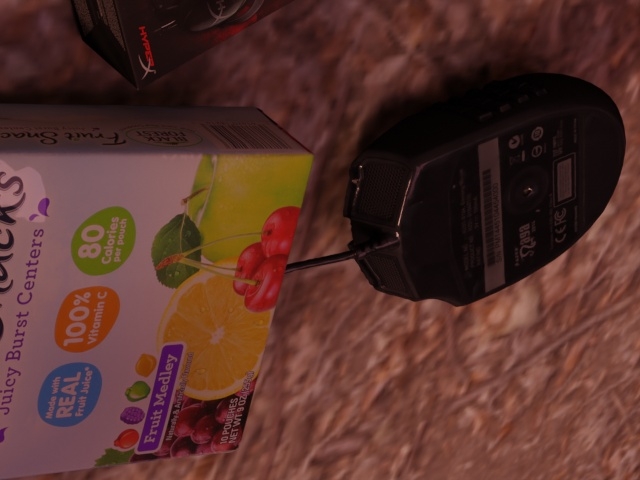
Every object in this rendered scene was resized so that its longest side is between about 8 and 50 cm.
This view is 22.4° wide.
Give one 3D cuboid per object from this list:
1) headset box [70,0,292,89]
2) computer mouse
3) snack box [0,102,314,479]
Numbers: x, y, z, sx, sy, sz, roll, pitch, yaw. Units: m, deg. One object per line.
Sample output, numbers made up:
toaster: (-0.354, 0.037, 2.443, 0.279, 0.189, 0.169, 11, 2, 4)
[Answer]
headset box: (-0.028, -0.088, 0.423, 0.083, 0.032, 0.062, -31, 140, -20)
computer mouse: (0.000, 0.000, 0.536, 0.242, 0.041, 0.071, -21, 127, -24)
snack box: (-0.078, 0.015, 0.437, 0.141, 0.037, 0.100, -2, 117, -34)
